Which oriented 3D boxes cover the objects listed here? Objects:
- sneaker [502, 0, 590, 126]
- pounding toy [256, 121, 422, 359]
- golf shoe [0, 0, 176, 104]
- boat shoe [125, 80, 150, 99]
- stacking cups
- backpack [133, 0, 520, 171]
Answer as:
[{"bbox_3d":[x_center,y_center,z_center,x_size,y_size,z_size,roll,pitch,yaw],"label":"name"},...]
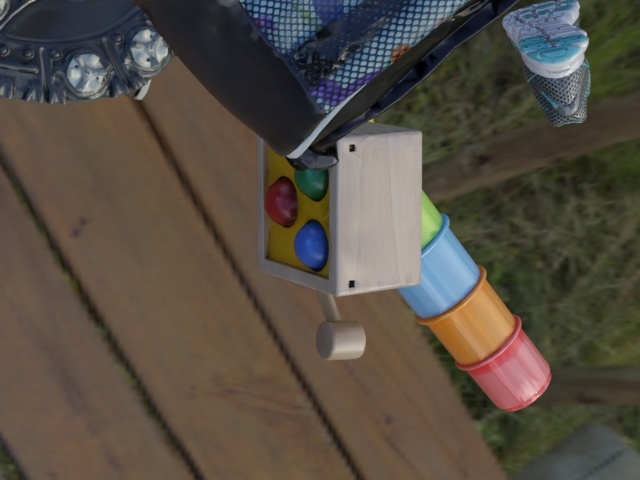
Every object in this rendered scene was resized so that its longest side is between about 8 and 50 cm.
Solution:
[{"bbox_3d":[0.180,-0.138,1.343,0.065,0.166,0.076,-10,112,10],"label":"sneaker"},{"bbox_3d":[-0.005,0.004,1.430,0.094,0.181,0.206,-6,102,-31],"label":"pounding toy"},{"bbox_3d":[-0.123,-0.144,1.055,0.273,0.120,0.105,-21,98,-31],"label":"golf shoe"},{"bbox_3d":[-0.217,-0.250,1.929,0.069,0.227,0.081,-2,48,-16],"label":"boat shoe"},{"bbox_3d":[0.099,0.023,1.584,0.096,0.096,0.316,-46,112,-19],"label":"stacking cups"},{"bbox_3d":[0.044,-0.179,0.631,0.253,0.225,0.191,-31,111,18],"label":"backpack"}]
